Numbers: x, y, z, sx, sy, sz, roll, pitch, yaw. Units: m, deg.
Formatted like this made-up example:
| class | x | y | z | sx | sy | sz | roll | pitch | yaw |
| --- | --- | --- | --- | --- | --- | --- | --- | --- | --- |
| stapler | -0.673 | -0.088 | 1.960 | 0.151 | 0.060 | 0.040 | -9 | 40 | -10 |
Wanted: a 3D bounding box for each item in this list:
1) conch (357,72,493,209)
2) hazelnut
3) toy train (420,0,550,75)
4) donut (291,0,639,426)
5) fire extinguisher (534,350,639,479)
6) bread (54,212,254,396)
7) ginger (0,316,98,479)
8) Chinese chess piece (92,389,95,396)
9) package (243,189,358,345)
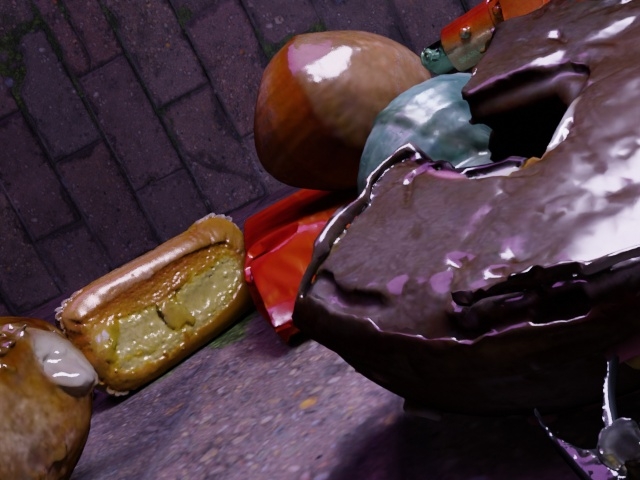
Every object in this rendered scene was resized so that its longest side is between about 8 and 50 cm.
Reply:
| class | x | y | z | sx | sy | sz | roll | pitch | yaw |
| --- | --- | --- | --- | --- | --- | --- | --- | --- | --- |
| conch | 0.139 | -0.054 | 0.696 | 0.195 | 0.220 | 0.277 | -41 | 25 | 15 |
| hazelnut | 0.021 | -0.139 | 0.814 | 0.214 | 0.176 | 0.214 | -15 | -23 | -7 |
| toy train | 0.175 | -0.204 | 0.695 | 0.118 | 0.074 | 0.176 | -1 | -12 | -39 |
| donut | 0.166 | -0.034 | 0.450 | 0.259 | 0.136 | 0.345 | 2 | 47 | 42 |
| fire extinguisher | 0.192 | 0.055 | 0.253 | 0.231 | 0.071 | 0.099 | -23 | 28 | 24 |
| bread | -0.217 | 0.087 | 0.978 | 0.288 | 0.152 | 0.119 | -33 | 5 | -36 |
| ginger | -0.284 | 0.189 | 0.538 | 0.254 | 0.176 | 0.418 | -20 | 17 | 24 |
| Chinese chess piece | -0.372 | 0.220 | 0.980 | 0.122 | 0.051 | 0.122 | -26 | 9 | 4 |
| package | 0.000 | 0.001 | 0.945 | 0.196 | 0.123 | 0.423 | -24 | 11 | 0 |
